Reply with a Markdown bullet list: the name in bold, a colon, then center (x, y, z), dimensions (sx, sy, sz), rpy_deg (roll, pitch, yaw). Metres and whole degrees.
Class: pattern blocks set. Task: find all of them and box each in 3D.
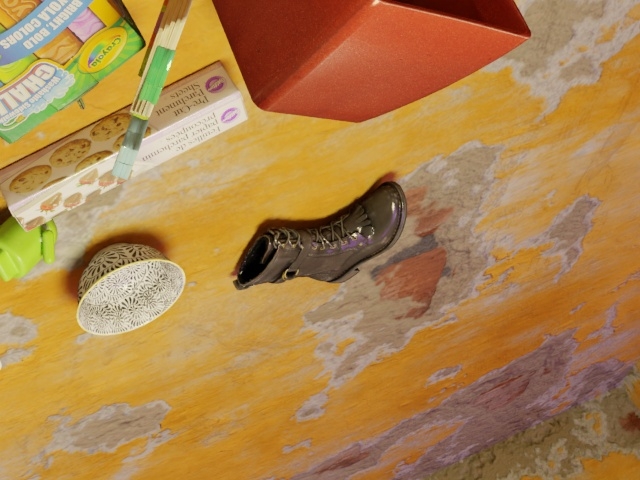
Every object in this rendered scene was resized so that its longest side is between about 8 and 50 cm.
- **pattern blocks set**: center (-0.149, -0.229, 1.055), dimensions (0.026, 0.325, 0.285), rpy_deg (19, 129, -12)

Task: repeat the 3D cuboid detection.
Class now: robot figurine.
- **robot figurine**: center (-0.388, 0.003, 1.350), dimensions (0.115, 0.101, 0.067), rpy_deg (-55, 134, -41)

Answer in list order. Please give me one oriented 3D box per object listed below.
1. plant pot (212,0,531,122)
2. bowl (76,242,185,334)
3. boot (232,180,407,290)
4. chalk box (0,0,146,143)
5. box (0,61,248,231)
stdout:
- **plant pot**: center (0.029, -0.278, 1.190), dimensions (0.267, 0.267, 0.236), rpy_deg (0, 148, -44)
- **bowl**: center (-0.292, 0.057, 1.536), dimensions (0.170, 0.080, 0.170), rpy_deg (-23, 149, -15)
- **boot**: center (0.000, 0.000, 1.719), dimensions (0.229, 0.091, 0.263), rpy_deg (1, 138, -45)
- **chalk box**: center (-0.301, -0.233, 1.003), dimensions (0.179, 0.180, 0.289), rpy_deg (-35, 151, 5)
- **box**: center (-0.251, -0.121, 1.329), dimensions (0.324, 0.067, 0.063), rpy_deg (-27, 150, -7)
